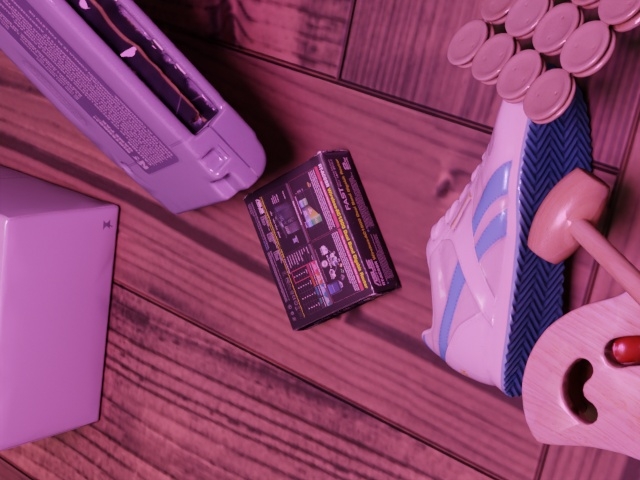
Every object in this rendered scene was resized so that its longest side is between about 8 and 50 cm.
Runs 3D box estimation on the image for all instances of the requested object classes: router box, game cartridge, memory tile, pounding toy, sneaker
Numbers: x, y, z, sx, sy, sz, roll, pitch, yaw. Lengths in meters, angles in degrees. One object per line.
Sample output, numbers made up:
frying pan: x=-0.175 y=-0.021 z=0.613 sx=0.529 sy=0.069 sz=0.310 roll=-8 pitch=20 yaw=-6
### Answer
router box: x=0.000 y=0.000 z=0.958 sx=0.092 sy=0.038 sz=0.122 roll=-27 pitch=80 yaw=38
game cartridge: x=-0.182 y=-0.143 z=0.955 sx=0.294 sy=0.060 sz=0.196 roll=47 pitch=156 yaw=-15
memory tile: x=0.147 y=-0.142 z=0.782 sx=0.113 sy=0.012 sz=0.148 roll=-53 pitch=32 yaw=10
pounding toy: x=0.203 y=0.097 z=0.736 sx=0.269 sy=0.155 sz=0.154 roll=48 pitch=118 yaw=22
sneaker: x=0.123 y=-0.012 z=0.832 sx=0.092 sy=0.087 sz=0.228 roll=19 pitch=104 yaw=43

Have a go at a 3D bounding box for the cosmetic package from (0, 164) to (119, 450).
cosmetic package: x=-0.327 y=0.052 z=1.162 sx=0.225 sy=0.138 sz=0.224 roll=17 pitch=107 yaw=34
